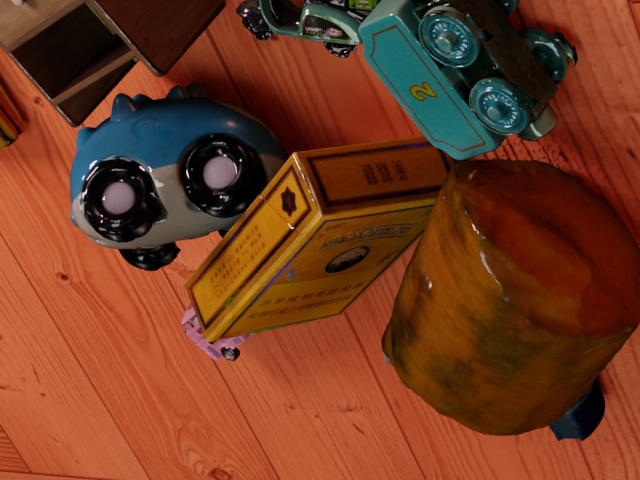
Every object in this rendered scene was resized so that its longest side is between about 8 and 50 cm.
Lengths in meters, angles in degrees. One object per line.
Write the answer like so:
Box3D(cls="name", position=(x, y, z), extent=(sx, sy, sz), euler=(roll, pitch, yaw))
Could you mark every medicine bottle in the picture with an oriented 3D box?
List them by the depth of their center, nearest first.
Box3D(cls="medicine bottle", position=(0.201, 0.148, 2.007), extent=(0.258, 0.079, 0.124), euler=(11, 136, 26))

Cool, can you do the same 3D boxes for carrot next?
Box3D(cls="carrot", position=(0.205, 0.049, 1.780), extent=(0.241, 0.241, 0.341), euler=(30, 144, 5))

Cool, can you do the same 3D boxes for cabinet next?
Box3D(cls="cabinet", position=(-0.255, -0.262, 1.848), extent=(0.174, 0.148, 0.215), euler=(-23, 114, 46))

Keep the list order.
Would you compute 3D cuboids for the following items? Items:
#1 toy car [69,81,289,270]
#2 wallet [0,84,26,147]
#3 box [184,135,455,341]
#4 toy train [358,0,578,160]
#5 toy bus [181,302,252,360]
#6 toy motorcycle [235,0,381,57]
Box3D(cls="toy car", position=(-0.161, -0.084, 1.939), extent=(0.255, 0.190, 0.188), euler=(-12, 162, 7))
Box3D(cls="wallet", position=(-0.475, -0.212, 2.112), extent=(0.141, 0.067, 0.241), euler=(-3, 129, 38))
Box3D(cls="box", position=(0.000, 0.000, 1.900), extent=(0.301, 0.192, 0.084), euler=(-47, 60, 50))
Box3D(cls="toy train", position=(0.141, -0.179, 1.695), extent=(0.163, 0.112, 0.203), euler=(-16, 118, 49))
Box3D(cls="toy bus", position=(-0.099, 0.084, 2.157), extent=(0.090, 0.063, 0.203), euler=(42, 141, -9))
Box3D(cls="toy motorcycle", position=(-0.011, -0.244, 1.775), extent=(0.173, 0.058, 0.100), euler=(10, 128, 24))
